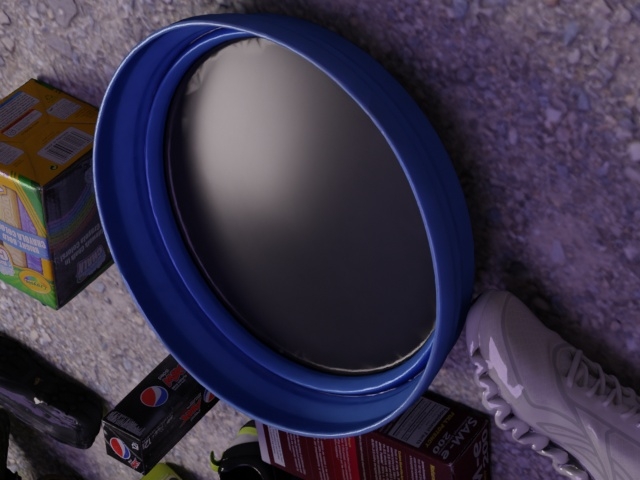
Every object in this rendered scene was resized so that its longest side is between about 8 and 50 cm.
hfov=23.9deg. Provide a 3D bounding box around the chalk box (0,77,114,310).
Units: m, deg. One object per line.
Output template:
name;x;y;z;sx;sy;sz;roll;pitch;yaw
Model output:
chalk box;-0.280;-0.030;1.542;0.132;0.132;0.213;26;137;23

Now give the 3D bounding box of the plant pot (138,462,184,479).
plant pot;-0.209;0.420;1.819;0.228;0.227;0.207;45;136;2

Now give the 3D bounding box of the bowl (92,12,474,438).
bowl;-0.036;-0.015;1.326;0.391;0.077;0.391;20;125;32

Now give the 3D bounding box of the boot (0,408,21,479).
boot;-0.462;0.347;2.040;0.348;0.131;0.260;-171;68;-75

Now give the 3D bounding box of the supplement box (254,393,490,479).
supplement box;0.048;0.198;1.492;0.239;0.073;0.130;21;138;29

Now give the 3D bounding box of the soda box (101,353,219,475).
soda box;-0.151;0.163;1.567;0.053;0.169;0.060;25;138;26

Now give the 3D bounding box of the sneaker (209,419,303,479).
sneaker;-0.014;0.280;1.604;0.234;0.097;0.084;26;139;23

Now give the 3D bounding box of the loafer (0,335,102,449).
loafer;-0.369;0.187;1.865;0.223;0.076;0.078;29;132;15

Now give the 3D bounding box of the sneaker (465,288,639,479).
sneaker;0.233;0.150;1.270;0.118;0.110;0.292;-29;105;38

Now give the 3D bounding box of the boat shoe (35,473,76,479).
boat shoe;-0.279;0.439;1.983;0.307;0.111;0.104;44;141;2
